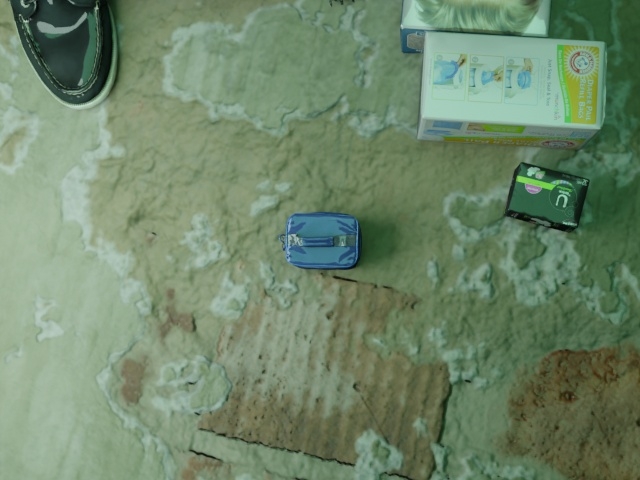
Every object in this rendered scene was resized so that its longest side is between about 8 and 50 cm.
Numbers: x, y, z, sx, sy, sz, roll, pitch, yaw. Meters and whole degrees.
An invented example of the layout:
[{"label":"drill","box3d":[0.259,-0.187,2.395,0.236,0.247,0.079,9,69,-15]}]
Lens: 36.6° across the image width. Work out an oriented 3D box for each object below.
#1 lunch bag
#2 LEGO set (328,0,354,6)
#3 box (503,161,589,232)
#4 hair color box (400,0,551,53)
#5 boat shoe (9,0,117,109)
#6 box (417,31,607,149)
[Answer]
[{"label":"lunch bag","box3d":[0.000,0.000,1.149,0.098,0.065,0.067,0,84,4]},{"label":"LEGO set","box3d":[0.022,-0.317,1.205,0.054,0.023,0.083,-42,70,-3]},{"label":"box","box3d":[0.266,-0.051,1.142,0.083,0.052,0.062,15,85,4]},{"label":"hair color box","box3d":[0.195,-0.400,1.156,0.174,0.105,0.347,4,85,6]},{"label":"boat shoe","box3d":[-0.333,-0.332,1.181,0.127,0.113,0.340,-8,84,2]},{"label":"box","box3d":[0.218,-0.172,1.126,0.203,0.114,0.103,4,83,4]}]
